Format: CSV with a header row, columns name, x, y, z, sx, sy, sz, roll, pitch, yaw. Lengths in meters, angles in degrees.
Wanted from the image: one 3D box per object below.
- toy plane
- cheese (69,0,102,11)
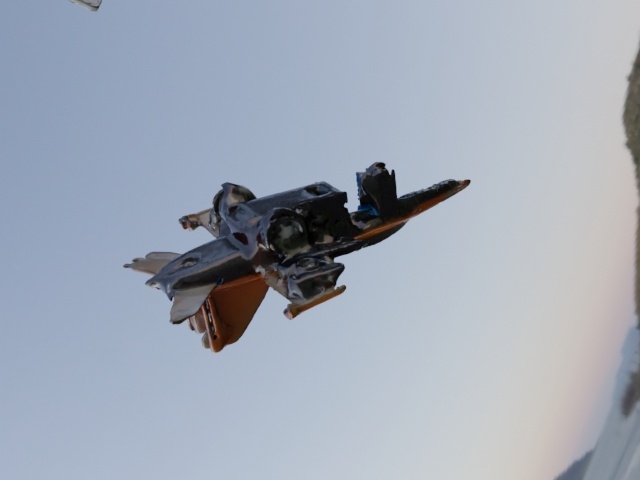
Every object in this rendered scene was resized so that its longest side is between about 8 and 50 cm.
name,x,y,z,sx,sy,sz,roll,pitch,yaw
toy plane,-0.002,-0.010,0.385,0.188,0.135,0.062,-29,-58,-16
cheese,-0.452,-0.408,1.122,0.050,0.255,0.127,-53,26,35
